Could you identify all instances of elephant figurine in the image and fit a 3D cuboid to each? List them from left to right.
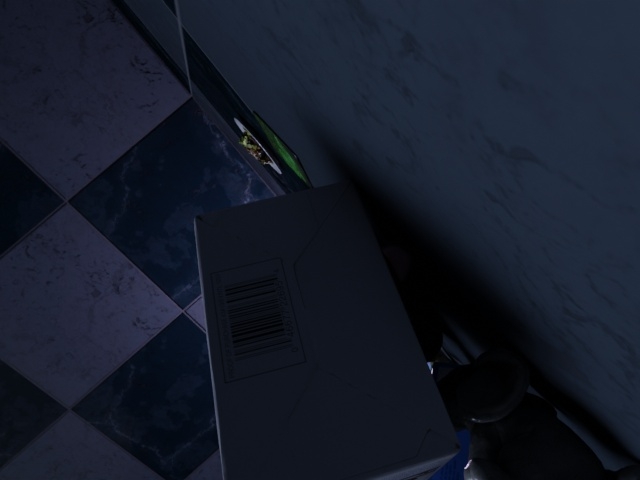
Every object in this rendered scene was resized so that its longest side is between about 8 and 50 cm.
[{"bbox_3d":[0.213,0.214,0.549,0.239,0.185,0.169,-94,8,-51],"label":"elephant figurine"}]

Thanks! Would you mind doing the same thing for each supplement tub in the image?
[{"bbox_3d":[0.184,0.191,1.009,0.106,0.106,0.198,50,177,-22],"label":"supplement tub"}]

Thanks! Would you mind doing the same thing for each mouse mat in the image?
[{"bbox_3d":[-0.077,-0.189,0.974,0.153,0.007,0.190,48,178,19],"label":"mouse mat"}]

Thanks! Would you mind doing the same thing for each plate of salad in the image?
[{"bbox_3d":[-0.183,-0.259,1.253,0.200,0.048,0.200,50,177,3],"label":"plate of salad"}]

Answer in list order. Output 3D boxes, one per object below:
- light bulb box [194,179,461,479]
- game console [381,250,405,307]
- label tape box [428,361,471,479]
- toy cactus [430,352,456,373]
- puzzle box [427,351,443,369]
[{"bbox_3d":[-0.009,0.179,0.631,0.361,0.225,0.358,86,169,-54],"label":"light bulb box"},{"bbox_3d":[0.093,0.144,0.922,0.342,0.060,0.387,-132,23,-63],"label":"game console"},{"bbox_3d":[0.307,0.429,0.917,0.105,0.241,0.334,-2,144,30],"label":"label tape box"},{"bbox_3d":[0.290,0.299,1.172,0.180,0.112,0.219,30,-177,-25],"label":"toy cactus"},{"bbox_3d":[0.295,0.445,1.355,0.052,0.272,0.409,-15,-125,-47],"label":"puzzle box"}]
